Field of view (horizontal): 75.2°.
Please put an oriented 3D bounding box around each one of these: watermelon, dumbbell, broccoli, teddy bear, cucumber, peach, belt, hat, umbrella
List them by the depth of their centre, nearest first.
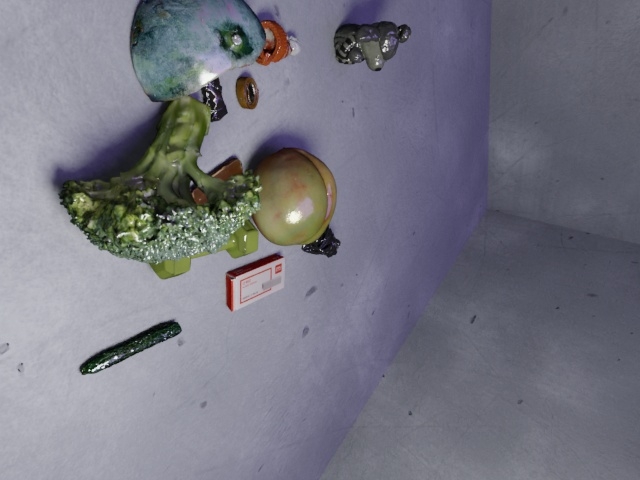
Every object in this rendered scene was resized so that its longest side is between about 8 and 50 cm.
[{"bbox_3d":[-0.353,-0.128,0.878,0.354,0.396,0.274,-16,159,-27],"label":"broccoli"},{"bbox_3d":[-0.253,-0.451,0.891,0.321,0.175,0.188,-56,143,-21],"label":"watermelon"},{"bbox_3d":[-0.475,0.270,1.059,0.257,0.043,0.043,-23,119,-46],"label":"cucumber"},{"bbox_3d":[-0.301,0.015,1.111,0.302,0.121,0.108,-19,150,-49],"label":"dumbbell"},{"bbox_3d":[-0.196,-0.397,1.118,0.059,0.036,0.083,-39,135,-46],"label":"belt"},{"bbox_3d":[-0.112,-0.535,1.140,0.162,0.094,0.112,-43,150,-60],"label":"hat"},{"bbox_3d":[-0.085,-0.124,1.218,0.292,0.248,0.291,33,49,-48],"label":"peach"},{"bbox_3d":[0.143,-0.616,1.317,0.171,0.251,0.144,-9,113,-36],"label":"teddy bear"},{"bbox_3d":[0.001,0.000,1.450,0.122,0.110,0.272,-27,169,6],"label":"umbrella"}]

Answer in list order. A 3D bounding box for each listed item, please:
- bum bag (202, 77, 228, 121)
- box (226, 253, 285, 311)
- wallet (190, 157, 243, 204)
[{"bbox_3d":[-0.268,-0.361,1.037,0.058,0.034,0.124,-28,128,-33],"label":"bum bag"},{"bbox_3d":[-0.209,0.132,1.344,0.230,0.050,0.122,-21,122,-48],"label":"box"},{"bbox_3d":[-0.278,-0.149,1.137,0.176,0.026,0.095,-46,144,-29],"label":"wallet"}]
